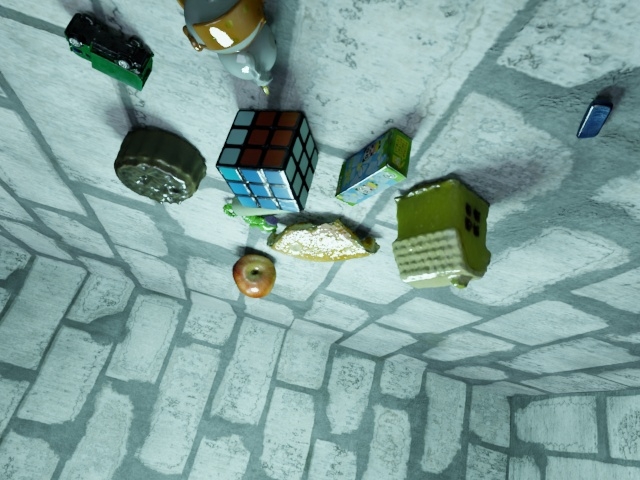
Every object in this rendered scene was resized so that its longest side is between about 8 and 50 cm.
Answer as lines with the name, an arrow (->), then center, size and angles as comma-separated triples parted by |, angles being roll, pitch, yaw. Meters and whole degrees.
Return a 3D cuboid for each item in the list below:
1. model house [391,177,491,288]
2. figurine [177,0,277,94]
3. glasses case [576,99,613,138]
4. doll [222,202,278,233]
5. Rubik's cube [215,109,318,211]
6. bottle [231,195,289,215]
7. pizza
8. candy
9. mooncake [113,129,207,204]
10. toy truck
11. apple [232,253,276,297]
model house -> 0.277, 0.002, 0.990 | 0.174, 0.235, 0.193 | 32, 148, -33
figurine -> -0.141, -0.328, 0.660 | 0.143, 0.144, 0.271 | 11, 154, 8
glasses case -> 0.459, -0.205, 0.705 | 0.033, 0.023, 0.083 | 2, 154, 15
doll -> -0.220, -0.072, 1.339 | 0.190, 0.050, 0.115 | 28, 145, -22
Rubik's cube -> -0.110, -0.174, 0.930 | 0.160, 0.163, 0.162 | 7, 156, 17
bottle -> -0.157, -0.109, 1.197 | 0.201, 0.072, 0.072 | -2, 150, 33
pizza -> 0.000, 0.000, 1.309 | 0.364, 0.074, 0.182 | -1, 136, 16
candy -> 0.112, -0.155, 0.922 | 0.062, 0.098, 0.194 | 23, 155, -25
mooncake -> -0.428, -0.189, 1.125 | 0.227, 0.125, 0.228 | 11, 154, 5
toy truck -> -0.406, -0.366, 0.812 | 0.147, 0.065, 0.079 | 23, 157, -20
apple -> -0.260, 0.141, 1.671 | 0.198, 0.199, 0.199 | 12, 155, 6
